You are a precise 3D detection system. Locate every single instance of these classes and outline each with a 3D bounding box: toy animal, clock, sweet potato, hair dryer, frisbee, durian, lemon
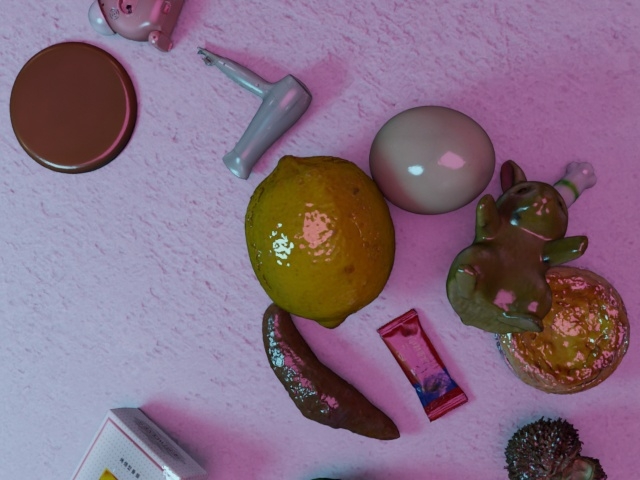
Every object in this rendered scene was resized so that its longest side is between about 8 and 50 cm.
[{"bbox_3d":[0.340,-0.021,1.280,0.181,0.180,0.363,28,77,5],"label":"toy animal"},{"bbox_3d":[-0.335,-0.440,1.396,0.162,0.093,0.166,23,95,6],"label":"clock"},{"bbox_3d":[-0.003,0.267,1.401,0.114,0.092,0.341,-44,90,-12],"label":"sweet potato"},{"bbox_3d":[-0.157,-0.262,1.413,0.237,0.075,0.206,44,101,9],"label":"hair dryer"},{"bbox_3d":[-0.470,-0.250,1.450,0.251,0.021,0.251,0,92,6],"label":"frisbee"},{"bbox_3d":[0.419,0.398,1.335,0.167,0.196,0.196,-24,91,33],"label":"durian"},{"bbox_3d":[0.000,0.000,1.308,0.258,0.258,0.310,-13,98,5],"label":"lemon"}]

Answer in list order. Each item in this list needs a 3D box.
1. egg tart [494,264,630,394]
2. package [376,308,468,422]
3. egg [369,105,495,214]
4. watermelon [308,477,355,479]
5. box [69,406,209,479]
[{"bbox_3d":[0.426,0.157,1.362,0.234,0.094,0.234,0,89,5],"label":"egg tart"},{"bbox_3d":[0.189,0.231,1.420,0.083,0.022,0.200,-31,88,5],"label":"package"},{"bbox_3d":[0.188,-0.136,1.302,0.186,0.241,0.186,-4,96,-37],"label":"egg"},{"bbox_3d":[0.024,0.585,1.321,0.330,0.189,0.331,4,102,20],"label":"watermelon"},{"bbox_3d":[-0.372,0.502,1.403,0.210,0.095,0.330,32,96,28],"label":"box"}]
